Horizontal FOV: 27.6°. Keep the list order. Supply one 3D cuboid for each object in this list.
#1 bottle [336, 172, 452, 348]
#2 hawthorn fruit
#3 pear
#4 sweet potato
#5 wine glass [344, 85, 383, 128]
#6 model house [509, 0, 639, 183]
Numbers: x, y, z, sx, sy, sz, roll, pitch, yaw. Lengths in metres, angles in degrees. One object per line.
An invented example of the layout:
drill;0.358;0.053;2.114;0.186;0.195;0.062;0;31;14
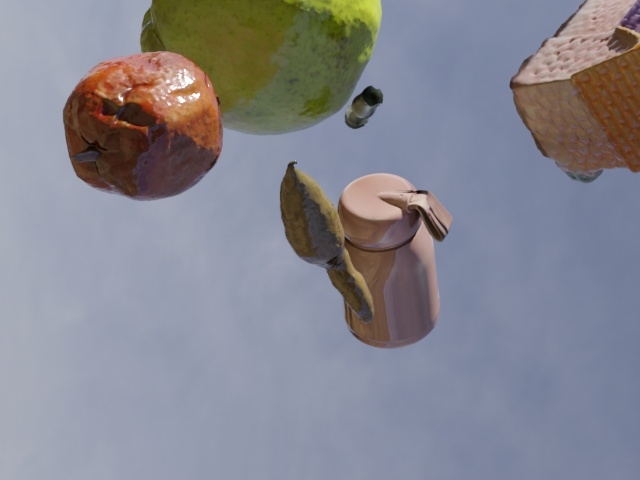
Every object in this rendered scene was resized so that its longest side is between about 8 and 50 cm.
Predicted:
bottle;0.125;0.029;2.198;0.173;0.206;0.297;-59;151;-42
hawthorn fruit;-0.187;-0.113;1.378;0.179;0.173;0.173;-101;-148;-55
pear;-0.106;-0.356;2.089;0.391;0.391;0.391;-25;-119;57
sweet potato;0.000;0.001;1.653;0.074;0.269;0.075;-19;-145;14
wine glass;0.061;-0.186;1.821;0.039;0.042;0.083;52;-19;0
model house;0.443;-0.218;1.818;0.237;0.202;0.237;-45;-156;-25
